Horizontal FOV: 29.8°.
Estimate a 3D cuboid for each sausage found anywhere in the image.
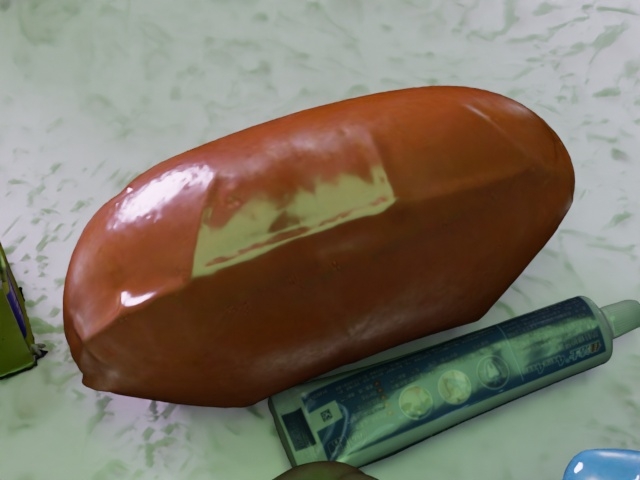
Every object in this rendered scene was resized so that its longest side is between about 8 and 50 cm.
[{"bbox_3d":[0.000,-0.001,0.581,0.258,0.133,0.133,-18,65,-12],"label":"sausage"}]

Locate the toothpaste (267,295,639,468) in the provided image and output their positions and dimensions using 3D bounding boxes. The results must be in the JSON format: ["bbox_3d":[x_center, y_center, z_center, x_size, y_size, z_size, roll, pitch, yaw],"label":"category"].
[{"bbox_3d":[0.073,0.067,0.601,0.197,0.035,0.057,-19,55,-10],"label":"toothpaste"}]

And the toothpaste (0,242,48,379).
[{"bbox_3d":[-0.299,0.058,0.541,0.327,0.110,0.077,-19,63,-13],"label":"toothpaste"}]

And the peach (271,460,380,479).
[{"bbox_3d":[0.003,0.141,0.536,0.083,0.083,0.083,1,63,-3],"label":"peach"}]

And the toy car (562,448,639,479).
[{"bbox_3d":[0.185,0.136,0.463,0.190,0.255,0.188,16,62,23],"label":"toy car"}]
